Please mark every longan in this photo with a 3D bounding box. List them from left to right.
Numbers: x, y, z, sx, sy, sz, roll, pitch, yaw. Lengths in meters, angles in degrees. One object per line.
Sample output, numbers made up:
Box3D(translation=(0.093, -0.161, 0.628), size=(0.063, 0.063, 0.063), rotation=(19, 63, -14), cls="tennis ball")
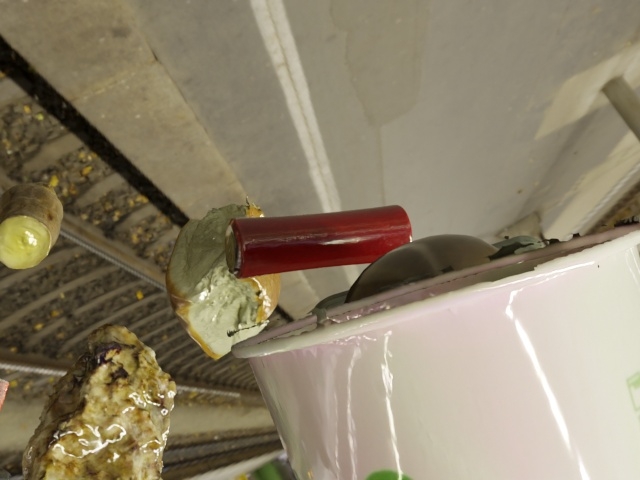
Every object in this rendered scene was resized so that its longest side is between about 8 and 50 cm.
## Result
Box3D(translation=(0.111, 0.076, 0.634), size=(0.189, 0.189, 0.189), rotation=(-27, 165, -8), cls="longan")

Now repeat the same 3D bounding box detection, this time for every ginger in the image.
Box3D(translation=(-0.492, -0.037, 1.178), size=(0.116, 0.110, 0.263), rotation=(-13, -160, -16), cls="ginger")

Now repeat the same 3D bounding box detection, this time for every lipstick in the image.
Box3D(translation=(0.000, 0.000, 0.902), size=(0.241, 0.080, 0.080), rotation=(-5, 156, -21), cls="lipstick")

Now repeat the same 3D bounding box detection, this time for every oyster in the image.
Box3D(translation=(-0.313, 0.308, 0.963), size=(0.111, 0.204, 0.396), rotation=(115, -6, -60), cls="oyster")

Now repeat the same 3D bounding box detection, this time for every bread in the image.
Box3D(translation=(-0.198, 0.091, 1.480), size=(0.224, 0.250, 0.279), rotation=(-12, 133, 9), cls="bread")

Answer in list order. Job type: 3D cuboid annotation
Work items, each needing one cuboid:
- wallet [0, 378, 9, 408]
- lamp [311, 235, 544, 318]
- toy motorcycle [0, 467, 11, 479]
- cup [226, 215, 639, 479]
Box3D(translation=(-0.385, 0.215, 0.683), size=(0.103, 0.197, 0.020), rotation=(8, 133, -10), cls="wallet")
Box3D(translation=(0.151, 0.137, 0.836), size=(0.268, 0.047, 0.267), rotation=(-18, 125, 5), cls="lamp")
Box3D(translation=(-0.318, 0.197, 0.401), size=(0.306, 0.174, 0.108), rotation=(-3, -164, 2), cls="toy motorcycle")
Box3D(translation=(0.101, 0.146, 0.418), size=(0.253, 0.274, 0.253), rotation=(-17, 177, -1), cls="cup")
